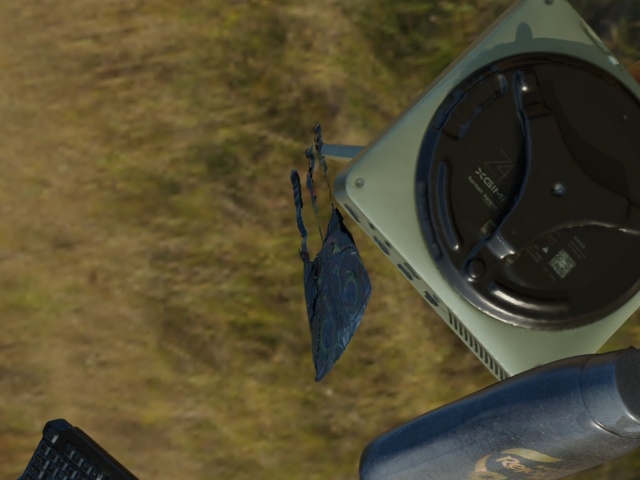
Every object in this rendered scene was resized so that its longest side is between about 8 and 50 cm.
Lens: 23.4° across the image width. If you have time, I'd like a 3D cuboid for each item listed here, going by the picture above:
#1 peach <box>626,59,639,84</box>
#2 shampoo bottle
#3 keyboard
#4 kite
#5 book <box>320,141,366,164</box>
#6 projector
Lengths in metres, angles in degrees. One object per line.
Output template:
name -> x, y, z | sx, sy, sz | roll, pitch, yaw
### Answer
peach -> 0.400, -0.112, 1.695 | 0.243, 0.199, 0.243 | -170, 90, -70
shampoo bottle -> 0.111, 0.114, 0.894 | 0.234, 0.087, 0.049 | -33, 43, 53
keyboard -> -0.156, 0.260, 1.312 | 0.262, 0.016, 0.106 | 37, 108, 21
kite -> 0.000, 0.000, 1.598 | 0.285, 0.015, 0.152 | -100, 28, -42
book -> 0.138, -0.040, 1.453 | 0.170, 0.242, 0.018 | 10, 80, 61
projector -> 0.184, -0.040, 1.302 | 0.257, 0.259, 0.079 | 47, 168, -8
